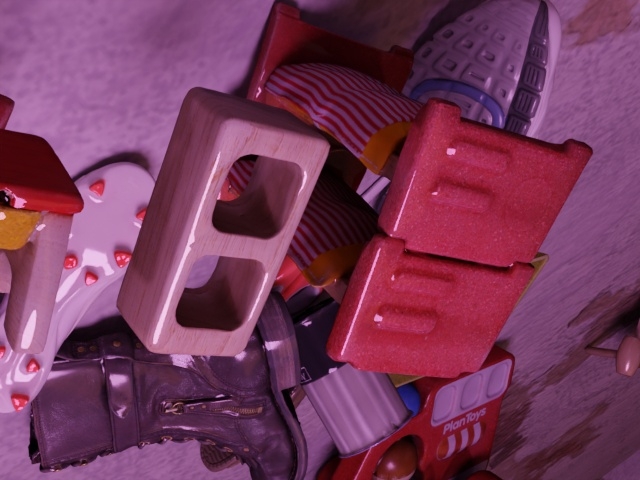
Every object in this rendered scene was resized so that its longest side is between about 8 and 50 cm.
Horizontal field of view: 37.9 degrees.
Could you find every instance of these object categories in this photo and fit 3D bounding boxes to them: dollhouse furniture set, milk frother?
[{"bbox_3d":[-0.067,-0.051,0.493,0.374,0.201,0.152,10,111,-36],"label":"dollhouse furniture set"},{"bbox_3d":[0.043,0.112,0.903,0.143,0.135,0.129,-30,-179,-6],"label":"milk frother"}]

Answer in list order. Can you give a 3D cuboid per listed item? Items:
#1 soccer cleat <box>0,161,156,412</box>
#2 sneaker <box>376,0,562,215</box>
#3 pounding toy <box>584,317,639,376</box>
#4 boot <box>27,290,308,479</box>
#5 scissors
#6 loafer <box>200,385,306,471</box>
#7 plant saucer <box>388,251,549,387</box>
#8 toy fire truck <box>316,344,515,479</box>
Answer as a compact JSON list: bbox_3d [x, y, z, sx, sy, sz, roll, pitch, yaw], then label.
[{"bbox_3d":[-0.178,0.027,0.634,0.068,0.076,0.196,32,95,-19],"label":"soccer cleat"},{"bbox_3d":[0.128,-0.088,0.771,0.129,0.111,0.297,-37,159,-33],"label":"sneaker"},{"bbox_3d":[0.538,0.140,1.539,0.269,0.155,0.154,7,101,-63],"label":"pounding toy"},{"bbox_3d":[-0.133,0.152,0.801,0.229,0.091,0.263,-14,130,-14],"label":"boot"},{"bbox_3d":[0.000,0.000,0.766,0.109,0.021,0.297,-13,155,-35],"label":"scissors"},{"bbox_3d":[-0.065,0.192,0.985,0.148,0.056,0.050,-43,144,11],"label":"loafer"},{"bbox_3d":[0.146,0.082,1.063,0.188,0.045,0.188,-14,144,-34],"label":"plant saucer"},{"bbox_3d":[0.131,0.281,1.249,0.302,0.169,0.254,-12,119,-37],"label":"toy fire truck"}]
